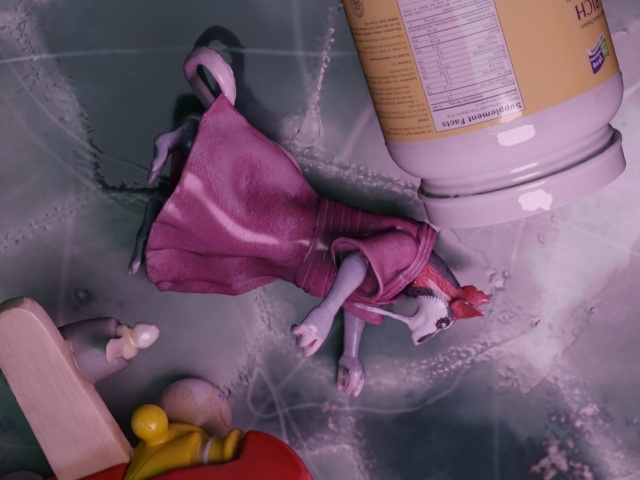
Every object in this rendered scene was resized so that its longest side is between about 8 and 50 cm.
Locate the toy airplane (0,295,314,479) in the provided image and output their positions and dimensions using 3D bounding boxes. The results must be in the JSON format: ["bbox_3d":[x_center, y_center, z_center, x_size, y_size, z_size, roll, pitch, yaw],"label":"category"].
[{"bbox_3d":[-0.193,0.253,1.793,0.384,0.272,0.386,29,139,4],"label":"toy airplane"}]

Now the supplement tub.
[{"bbox_3d":[0.154,-0.201,1.665,0.241,0.241,0.331,-17,103,4],"label":"supplement tub"}]

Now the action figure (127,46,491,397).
[{"bbox_3d":[0.000,0.000,1.769,0.370,0.248,0.276,14,76,-2],"label":"action figure"}]
